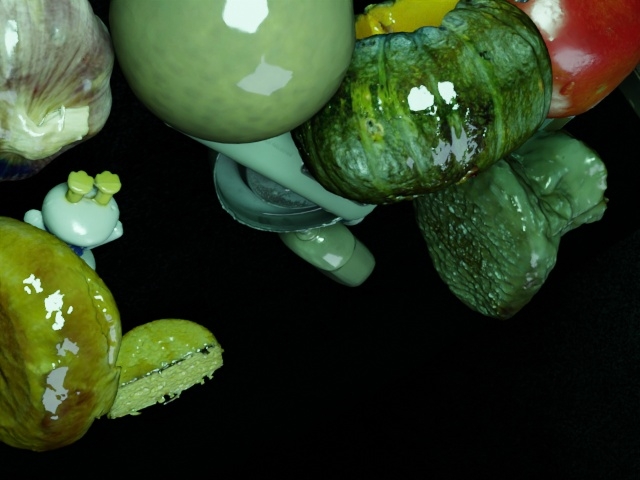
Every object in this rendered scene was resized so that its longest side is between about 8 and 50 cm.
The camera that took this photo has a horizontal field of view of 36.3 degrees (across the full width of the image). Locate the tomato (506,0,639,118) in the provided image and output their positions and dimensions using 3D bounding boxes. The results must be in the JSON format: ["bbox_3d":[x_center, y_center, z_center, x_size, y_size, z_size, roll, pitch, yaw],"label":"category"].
[{"bbox_3d":[0.320,-0.291,1.320,0.299,0.226,0.298,-22,156,-10],"label":"tomato"}]

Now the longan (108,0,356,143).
[{"bbox_3d":[-0.091,-0.217,0.981,0.258,0.258,0.258,-23,160,-9],"label":"longan"}]

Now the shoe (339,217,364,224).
[{"bbox_3d":[0.038,-0.092,1.700,0.106,0.091,0.207,4,160,-6],"label":"shoe"}]

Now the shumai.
[{"bbox_3d":[0.383,-0.062,1.872,0.323,0.324,0.397,-29,164,-20],"label":"shumai"}]

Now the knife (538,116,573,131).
[{"bbox_3d":[0.469,-0.246,1.904,0.061,0.027,0.343,-7,156,-35],"label":"knife"}]

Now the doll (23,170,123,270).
[{"bbox_3d":[-0.362,0.003,1.393,0.138,0.119,0.293,4,141,-29],"label":"doll"}]

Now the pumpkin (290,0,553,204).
[{"bbox_3d":[0.115,-0.177,1.146,0.321,0.320,0.192,-22,119,-13],"label":"pumpkin"}]

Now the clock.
[{"bbox_3d":[-0.013,-0.138,1.407,0.313,0.061,0.312,-15,141,-13],"label":"clock"}]

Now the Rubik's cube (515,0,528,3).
[{"bbox_3d":[0.203,-0.410,1.130,0.178,0.211,0.190,-39,146,-37],"label":"Rubik's cube"}]

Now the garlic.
[{"bbox_3d":[-0.313,-0.147,0.959,0.245,0.160,0.245,-22,147,-15],"label":"garlic"}]

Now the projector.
[{"bbox_3d":[-0.052,-0.129,1.258,0.108,0.108,0.337,-36,140,25],"label":"projector"}]

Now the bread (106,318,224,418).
[{"bbox_3d":[-0.336,0.241,1.973,0.261,0.147,0.160,-24,152,-17],"label":"bread"}]

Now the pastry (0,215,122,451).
[{"bbox_3d":[-0.412,0.125,1.318,0.164,0.356,0.356,-33,170,-45],"label":"pastry"}]

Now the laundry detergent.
[{"bbox_3d":[0.000,0.000,1.740,0.091,0.181,0.253,-53,160,-1],"label":"laundry detergent"}]

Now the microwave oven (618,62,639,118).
[{"bbox_3d":[0.529,-0.315,1.492,0.188,0.247,0.178,-29,157,4],"label":"microwave oven"}]
